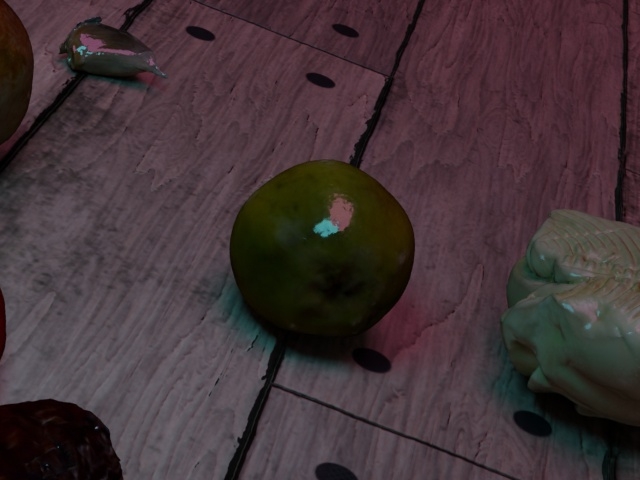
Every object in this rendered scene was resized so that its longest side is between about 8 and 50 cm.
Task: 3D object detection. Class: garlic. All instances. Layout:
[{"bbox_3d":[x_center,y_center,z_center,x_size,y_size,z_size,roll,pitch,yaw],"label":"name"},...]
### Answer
[{"bbox_3d":[-0.293,-0.261,2.385,0.152,0.066,0.084,9,56,-16],"label":"garlic"}]

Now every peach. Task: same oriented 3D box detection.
[{"bbox_3d":[-0.442,-0.206,1.993,0.232,0.232,0.257,18,33,-7],"label":"peach"}]

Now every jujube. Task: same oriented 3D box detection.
[{"bbox_3d":[-0.257,0.239,1.352,0.216,0.216,0.342,23,21,3],"label":"jujube"}]

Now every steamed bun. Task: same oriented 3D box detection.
[{"bbox_3d":[0.340,0.109,2.009,0.289,0.203,0.276,23,32,36],"label":"steamed bun"}]

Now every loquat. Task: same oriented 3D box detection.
[{"bbox_3d":[0.000,0.000,1.959,0.213,0.213,0.246,13,27,-15],"label":"loquat"}]

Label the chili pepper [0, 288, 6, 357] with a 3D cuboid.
[{"bbox_3d":[-0.388,0.067,1.701,0.137,0.092,0.368,-12,31,-19],"label":"chili pepper"}]
